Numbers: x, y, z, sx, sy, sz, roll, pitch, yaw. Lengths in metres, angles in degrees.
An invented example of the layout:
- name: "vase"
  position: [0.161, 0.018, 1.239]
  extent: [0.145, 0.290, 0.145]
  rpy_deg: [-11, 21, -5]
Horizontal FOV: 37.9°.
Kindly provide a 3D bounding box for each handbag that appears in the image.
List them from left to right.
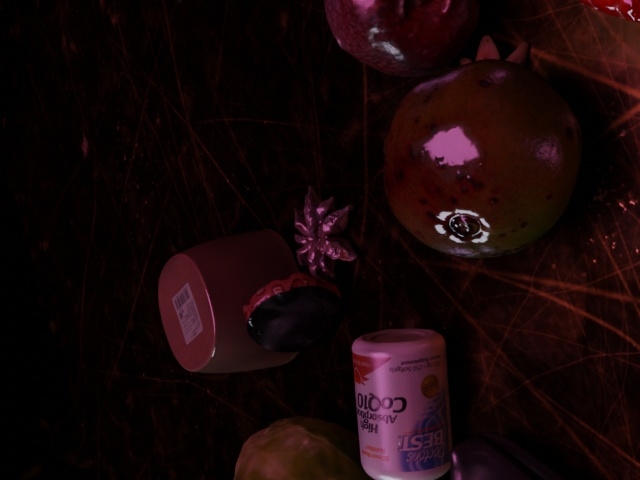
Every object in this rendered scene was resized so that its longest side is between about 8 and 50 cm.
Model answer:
- name: "handbag"
  position: [0.309, 0.487, 1.373]
  extent: [0.288, 0.152, 0.343]
  rpy_deg: [18, 112, 49]

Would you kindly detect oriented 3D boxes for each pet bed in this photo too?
- name: "pet bed"
  position: [-0.051, 0.139, 1.762]
  extent: [0.201, 0.201, 0.054]
  rpy_deg: [-62, 35, 39]

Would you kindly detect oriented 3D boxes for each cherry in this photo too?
- name: "cherry"
  position: [0.115, -0.357, 1.411]
  extent: [0.300, 0.230, 0.203]
  rpy_deg: [-132, 62, -73]

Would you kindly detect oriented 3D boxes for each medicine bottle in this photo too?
- name: "medicine bottle"
  position: [0.140, 0.301, 1.557]
  extent: [0.157, 0.157, 0.289]
  rpy_deg: [1, 97, 53]

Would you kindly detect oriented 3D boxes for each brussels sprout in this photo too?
- name: "brussels sprout"
  position: [-0.027, 0.474, 1.725]
  extent: [0.289, 0.281, 0.354]
  rpy_deg: [68, 168, -23]

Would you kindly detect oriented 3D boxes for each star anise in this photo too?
- name: "star anise"
  position: [0.000, 0.000, 1.767]
  extent: [0.195, 0.065, 0.183]
  rpy_deg: [27, 119, 44]

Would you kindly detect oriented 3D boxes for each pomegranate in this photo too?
- name: "pomegranate"
  position: [0.236, -0.123, 1.314]
  extent: [0.290, 0.323, 0.291]
  rpy_deg: [13, 123, 21]

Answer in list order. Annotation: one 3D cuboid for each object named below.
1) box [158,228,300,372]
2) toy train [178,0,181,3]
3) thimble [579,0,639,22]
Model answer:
- name: "box"
  position: [-0.189, 0.130, 1.926]
  extent: [0.301, 0.216, 0.301]
  rpy_deg: [10, 103, 53]
- name: "toy train"
  position: [-0.221, -0.671, 1.860]
  extent: [0.249, 0.178, 0.430]
  rpy_deg: [33, 122, 33]
- name: "thimble"
  position: [0.381, -0.336, 1.105]
  extent: [0.189, 0.163, 0.125]
  rpy_deg: [42, 130, 41]
